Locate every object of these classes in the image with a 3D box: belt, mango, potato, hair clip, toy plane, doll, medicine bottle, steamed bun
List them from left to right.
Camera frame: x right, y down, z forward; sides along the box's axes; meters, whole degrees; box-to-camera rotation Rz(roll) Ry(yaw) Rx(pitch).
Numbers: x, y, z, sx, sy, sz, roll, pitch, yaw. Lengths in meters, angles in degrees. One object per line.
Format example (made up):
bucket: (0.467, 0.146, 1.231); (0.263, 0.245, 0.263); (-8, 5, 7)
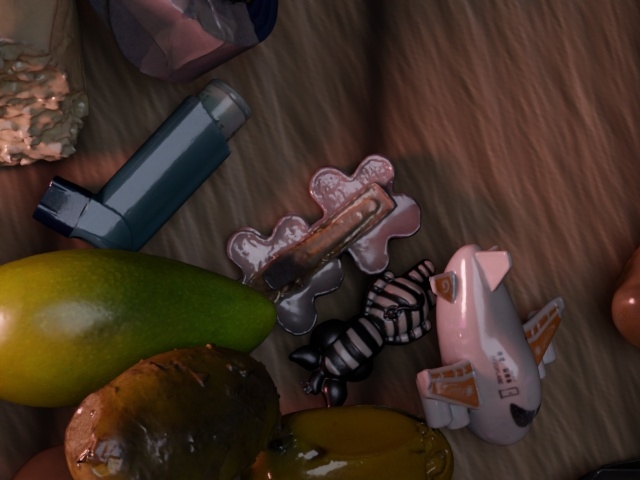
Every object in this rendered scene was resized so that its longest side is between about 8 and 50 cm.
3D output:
steamed bun: (-0.376, -0.203, 1.231); (0.290, 0.272, 0.273); (1, 86, -16)
mango: (-0.215, 0.089, 1.289); (0.343, 0.192, 0.156); (-4, 66, -18)
medicine bottle: (-0.195, -0.083, 1.359); (0.124, 0.079, 0.258); (46, 78, -6)
belt: (-0.173, -0.350, 1.307); (0.212, 0.117, 0.347); (-16, 85, -53)
potato: (-0.140, 0.183, 1.190); (0.251, 0.113, 0.149); (-14, 82, -48)
hair clip: (0.000, 0.002, 1.406); (0.257, 0.075, 0.146); (-38, 80, -19)
mango: (0.036, 0.258, 1.357); (0.262, 0.167, 0.130); (-3, 50, -22)
doll: (0.058, 0.105, 1.413); (0.219, 0.067, 0.091); (-39, 92, -17)
toy plane: (0.196, 0.121, 1.388); (0.244, 0.117, 0.245); (2, 88, -41)

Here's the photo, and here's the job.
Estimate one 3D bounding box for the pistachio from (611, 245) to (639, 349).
pistachio: (0.484, 0.050, 1.464); (0.293, 0.162, 0.181); (-12, 107, -17)

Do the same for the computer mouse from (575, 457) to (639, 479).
computer mouse: (0.369, 0.321, 1.474); (0.192, 0.062, 0.106); (-6, 87, -19)

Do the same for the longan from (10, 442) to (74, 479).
longan: (-0.220, 0.308, 1.260); (0.246, 0.215, 0.246); (20, 65, -50)
